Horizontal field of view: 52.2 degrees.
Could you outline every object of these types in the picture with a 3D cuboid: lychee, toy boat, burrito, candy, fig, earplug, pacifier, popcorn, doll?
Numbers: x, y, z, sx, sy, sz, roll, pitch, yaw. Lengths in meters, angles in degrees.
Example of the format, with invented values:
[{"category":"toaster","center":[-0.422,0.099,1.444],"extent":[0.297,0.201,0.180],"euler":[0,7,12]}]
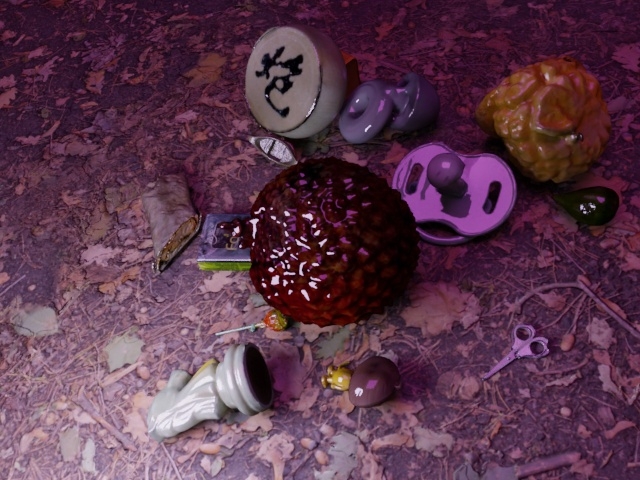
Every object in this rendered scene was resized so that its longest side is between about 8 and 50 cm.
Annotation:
[{"category":"lychee","center":[0.000,0.000,1.598],"extent":[0.499,0.425,0.425],"euler":[13,51,-13]},{"category":"toy boat","center":[-0.134,-0.281,2.036],"extent":[0.185,0.089,0.071],"euler":[30,24,8]},{"category":"burrito","center":[-0.437,-0.072,1.927],"extent":[0.175,0.107,0.348],"euler":[-26,49,7]},{"category":"candy","center":[-0.177,0.220,1.687],"extent":[0.200,0.060,0.060],"euler":[-14,51,8]},{"category":"fig","center":[0.697,-0.095,1.737],"extent":[0.177,0.117,0.117],"euler":[5,52,34]},{"category":"earplug","center":[0.209,-0.406,2.035],"extent":[0.325,0.175,0.214],"euler":[-13,55,13]},{"category":"pacifier","center":[0.340,-0.141,1.740],"extent":[0.343,0.269,0.288],"euler":[13,81,23]},{"category":"popcorn","center":[0.610,-0.330,1.826],"extent":[0.349,0.349,0.381],"euler":[-38,17,-19]},{"category":"doll","center":[0.104,0.325,1.531],"extent":[0.145,0.096,0.188],"euler":[-30,26,-31]}]

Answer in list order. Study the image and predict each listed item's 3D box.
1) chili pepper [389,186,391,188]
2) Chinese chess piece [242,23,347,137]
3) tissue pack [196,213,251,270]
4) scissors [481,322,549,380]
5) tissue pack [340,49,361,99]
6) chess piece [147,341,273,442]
[{"category":"chili pepper","center":[0.182,-0.118,1.891],"extent":[0.055,0.035,0.118],"euler":[34,55,17]},{"category":"Chinese chess piece","center":[-0.083,-0.494,2.035],"extent":[0.349,0.349,0.146],"euler":[35,25,31]},{"category":"tissue pack","center":[-0.218,0.004,1.841],"extent":[0.235,0.073,0.173],"euler":[1,53,9]},{"category":"scissors","center":[0.452,0.274,1.547],"extent":[0.189,0.015,0.100],"euler":[-34,57,-15]},{"category":"tissue pack","center":[-0.027,-0.575,2.214],"extent":[0.274,0.145,0.194],"euler":[36,64,30]},{"category":"chess piece","center":[-0.275,0.361,1.546],"extent":[0.298,0.176,0.176],"euler":[-21,51,10]}]
